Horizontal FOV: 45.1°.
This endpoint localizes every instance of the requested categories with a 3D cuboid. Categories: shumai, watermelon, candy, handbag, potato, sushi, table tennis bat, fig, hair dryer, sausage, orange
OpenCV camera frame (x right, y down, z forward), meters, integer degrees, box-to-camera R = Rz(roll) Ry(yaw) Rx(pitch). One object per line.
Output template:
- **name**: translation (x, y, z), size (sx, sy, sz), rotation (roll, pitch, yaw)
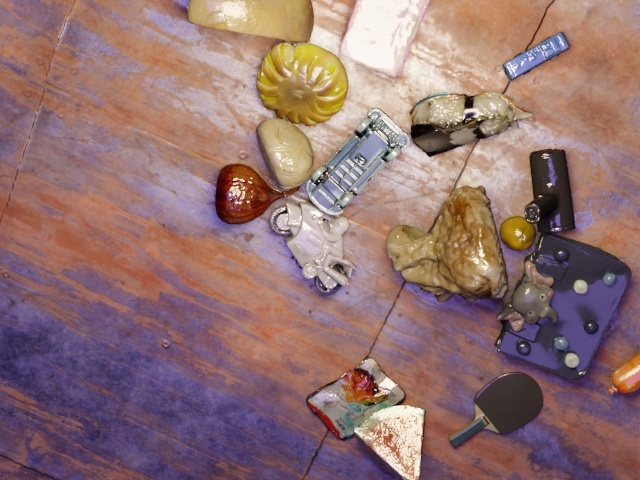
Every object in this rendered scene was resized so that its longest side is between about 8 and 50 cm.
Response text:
- **shumai**: translation (0.285, 0.030, 1.766), size (0.262, 0.314, 0.267), rotation (-16, 116, 12)
- **watermelon**: translation (0.211, 0.526, 1.983), size (0.207, 0.136, 0.202), rotation (-36, 69, 10)
- **candy**: translation (0.154, -0.512, 1.722), size (0.155, 0.116, 0.265), rotation (22, 104, 1)
- **handbag**: translation (0.569, 0.157, 1.873), size (0.268, 0.118, 0.326), rotation (18, 103, 0)
- **potato**: translation (-0.137, -0.551, 1.690), size (0.264, 0.189, 0.211), rotation (14, 105, 0)
- **sushi**: translation (0.340, -0.295, 1.770), size (0.272, 0.134, 0.109), rotation (-17, 72, 18)
- **table tennis bat**: translation (0.451, 0.449, 2.005), size (0.274, 0.021, 0.154), rotation (-38, 99, 10)
- **fig**: translation (-0.151, -0.102, 1.850), size (0.201, 0.134, 0.146), rotation (8, 115, -7)
- **hair dryer**: translation (0.510, -0.092, 1.743), size (0.089, 0.251, 0.197), rotation (-3, 105, 28)
- **sausage**: translation (0.815, 0.308, 1.915), size (0.234, 0.071, 0.071), rotation (-39, 99, 13)
- **orange**: translation (0.472, -0.017, 1.840), size (0.085, 0.095, 0.085), rotation (0, 102, -2)

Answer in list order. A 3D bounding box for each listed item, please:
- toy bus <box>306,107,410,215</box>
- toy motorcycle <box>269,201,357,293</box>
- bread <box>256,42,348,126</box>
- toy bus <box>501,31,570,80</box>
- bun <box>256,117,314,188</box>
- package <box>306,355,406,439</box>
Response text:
- **toy bus**: translation (0.084, -0.182, 1.809), size (0.121, 0.120, 0.265), rotation (42, 104, -4)
- **toy motorcycle**: translation (0.000, 0.000, 1.877), size (0.170, 0.110, 0.260), rotation (-37, 105, 0)
- **bread**: translation (-0.044, -0.351, 1.766), size (0.213, 0.105, 0.214), rotation (4, 128, 5)
- **toy bus**: translation (0.490, -0.418, 1.749), size (0.153, 0.061, 0.051), rotation (-28, 96, 12)
- **bun**: translation (-0.075, -0.205, 1.790), size (0.113, 0.167, 0.173), rotation (-24, 78, -6)
- **package**: translation (0.093, 0.415, 2.011), size (0.232, 0.040, 0.166), rotation (-36, 100, 13)
